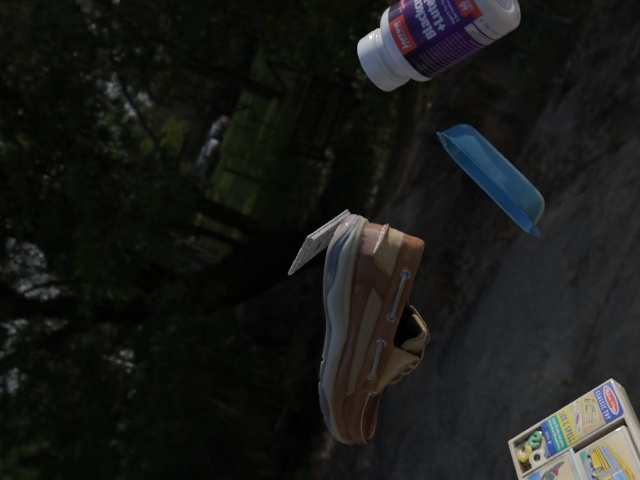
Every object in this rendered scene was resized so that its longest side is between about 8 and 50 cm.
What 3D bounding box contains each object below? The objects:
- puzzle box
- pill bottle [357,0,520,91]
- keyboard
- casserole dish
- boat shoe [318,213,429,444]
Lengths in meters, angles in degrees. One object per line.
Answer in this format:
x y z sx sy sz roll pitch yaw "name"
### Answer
0.529 0.496 1.794 0.272 0.052 0.409 -38 35 23 "puzzle box"
0.144 -0.269 1.179 0.193 0.108 0.108 -28 32 35 "pill bottle"
0.000 0.000 1.553 0.072 0.014 0.256 -56 -7 18 "keyboard"
0.223 -0.082 1.184 0.037 0.188 0.114 -42 -16 2 "casserole dish"
0.067 0.123 1.097 0.123 0.116 0.324 -67 -18 -51 "boat shoe"
